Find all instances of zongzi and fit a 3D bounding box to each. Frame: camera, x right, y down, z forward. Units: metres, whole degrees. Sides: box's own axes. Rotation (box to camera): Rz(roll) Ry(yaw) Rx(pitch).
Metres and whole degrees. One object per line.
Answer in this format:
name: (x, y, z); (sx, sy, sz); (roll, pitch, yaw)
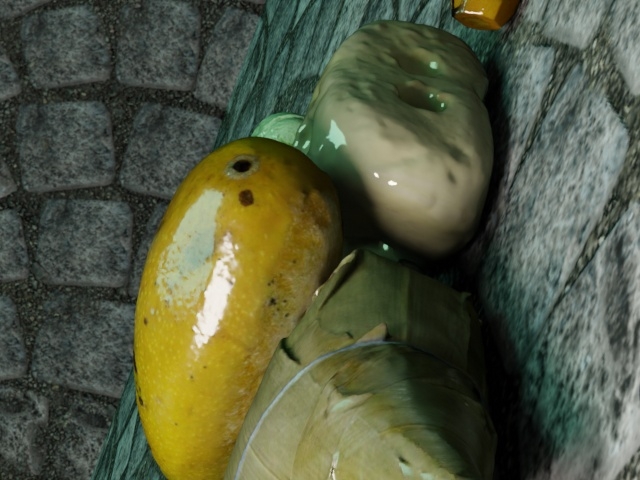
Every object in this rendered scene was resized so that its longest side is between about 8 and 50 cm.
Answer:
zongzi: (0.015, 0.230, 1.171); (0.393, 0.174, 0.356); (-102, 32, -71)

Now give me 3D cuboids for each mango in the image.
mango: (-0.079, 0.070, 1.376); (0.175, 0.176, 0.330); (46, 119, 51)

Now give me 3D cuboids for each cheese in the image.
cheese: (0.068, -0.091, 1.468); (0.248, 0.173, 0.251); (177, 117, -79)

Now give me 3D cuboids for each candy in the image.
candy: (0.007, -0.083, 1.961); (0.119, 0.119, 0.440); (-71, 20, 3)

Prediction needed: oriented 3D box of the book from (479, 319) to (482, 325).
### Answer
book: (0.057, 0.115, 1.372); (0.012, 0.118, 0.172); (-1, -62, -55)

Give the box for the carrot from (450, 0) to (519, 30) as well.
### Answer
carrot: (0.184, -0.325, 1.539); (0.070, 0.070, 0.260); (166, 123, -76)

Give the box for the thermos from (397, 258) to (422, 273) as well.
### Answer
thermos: (0.037, 0.119, 1.468); (0.124, 0.099, 0.232); (-17, -45, -62)
